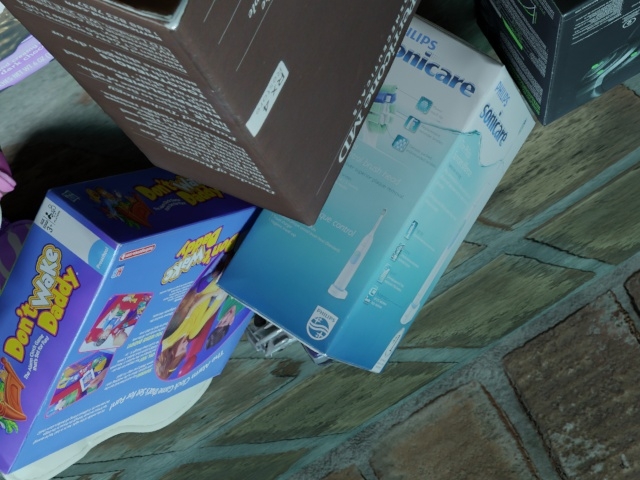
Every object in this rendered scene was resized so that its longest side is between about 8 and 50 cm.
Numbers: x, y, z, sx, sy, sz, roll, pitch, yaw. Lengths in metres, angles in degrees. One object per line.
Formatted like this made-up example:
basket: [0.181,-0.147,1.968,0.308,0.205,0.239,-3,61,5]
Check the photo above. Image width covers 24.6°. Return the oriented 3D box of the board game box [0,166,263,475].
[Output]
board game box: [-0.153,0.048,1.294,0.233,0.078,0.347,-61,162,21]

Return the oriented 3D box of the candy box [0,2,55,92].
candy box: [-0.222,-0.147,0.834,0.165,0.070,0.196,-31,164,4]

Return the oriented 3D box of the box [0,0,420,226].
box: [-0.054,-0.155,0.847,0.191,0.143,0.381,-65,168,-7]

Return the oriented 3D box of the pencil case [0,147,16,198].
pencil case: [-0.314,-0.023,1.023,0.209,0.098,0.095,-31,119,6]

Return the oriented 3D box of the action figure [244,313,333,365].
action figure: [-0.003,0.102,1.925,0.185,0.099,0.285,-21,161,4]

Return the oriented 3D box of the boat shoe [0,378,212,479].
boat shoe: [-0.272,0.189,1.779,0.319,0.116,0.099,-27,-152,-34]

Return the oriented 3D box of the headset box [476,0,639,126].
headset box: [0.272,-0.246,1.280,0.246,0.131,0.283,-30,164,-2]

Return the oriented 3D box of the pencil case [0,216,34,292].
pencil case: [-0.239,0.041,1.341,0.086,0.088,0.206,-27,165,0]

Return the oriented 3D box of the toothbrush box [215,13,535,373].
toothbrush box: [0.060,-0.039,1.348,0.295,0.126,0.216,-58,162,2]
